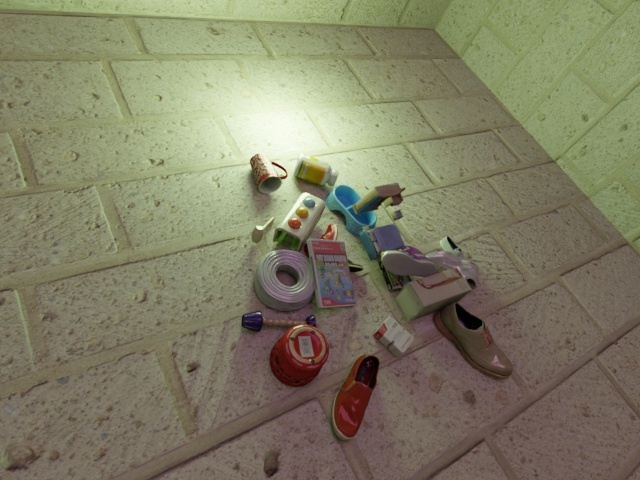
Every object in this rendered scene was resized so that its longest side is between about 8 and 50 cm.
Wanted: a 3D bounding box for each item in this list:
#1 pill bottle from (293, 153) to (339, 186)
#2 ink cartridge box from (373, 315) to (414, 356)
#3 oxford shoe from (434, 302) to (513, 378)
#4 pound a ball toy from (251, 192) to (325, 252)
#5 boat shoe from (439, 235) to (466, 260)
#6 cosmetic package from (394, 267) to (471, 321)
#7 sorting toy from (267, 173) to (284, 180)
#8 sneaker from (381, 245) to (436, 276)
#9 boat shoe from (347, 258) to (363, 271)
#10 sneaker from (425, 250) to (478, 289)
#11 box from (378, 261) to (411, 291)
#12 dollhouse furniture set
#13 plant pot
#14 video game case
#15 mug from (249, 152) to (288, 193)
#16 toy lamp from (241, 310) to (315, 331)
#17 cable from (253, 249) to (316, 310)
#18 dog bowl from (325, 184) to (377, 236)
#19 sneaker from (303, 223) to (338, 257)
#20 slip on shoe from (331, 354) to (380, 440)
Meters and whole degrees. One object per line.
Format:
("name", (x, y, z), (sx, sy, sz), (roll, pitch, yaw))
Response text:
("pill bottle", (-0.020, -0.341, 2.125), (0.209, 0.117, 0.117), (18, 51, -10))
("ink cartridge box", (0.299, 0.394, 1.770), (0.135, 0.056, 0.099), (42, 51, 10))
("oxford shoe", (0.675, 0.430, 1.847), (0.397, 0.146, 0.140), (40, 50, 7))
("pound a ball toy", (-0.133, -0.091, 1.870), (0.208, 0.135, 0.319), (26, 45, 6))
("boat shoe", (0.683, 0.056, 2.175), (0.066, 0.063, 0.184), (-17, 64, -32))
("cosmetic package", (0.498, 0.236, 1.910), (0.296, 0.153, 0.129), (-12, 60, -31))
("sorting toy", (-0.210, -0.303, 2.084), (0.062, 0.012, 0.083), (34, 50, 3))
("sneaker", (0.360, 0.077, 1.900), (0.282, 0.102, 0.161), (16, 26, -30))
("boat shoe", (0.117, 0.105, 1.901), (0.152, 0.056, 0.049), (9, 58, -17))
("sneaker", (0.627, 0.144, 2.053), (0.305, 0.114, 0.152), (17, 49, -12))
("box", (0.336, 0.133, 1.988), (0.114, 0.036, 0.206), (-3, 58, -25))
("dollhouse furniture set", (0.338, -0.084, 1.963), (0.287, 0.198, 0.303), (-14, 77, -32))
("plant pot", (-0.068, 0.403, 1.533), (0.191, 0.174, 0.191), (13, 52, -17))
("video game case", (0.046, 0.135, 1.782), (0.204, 0.025, 0.284), (4, 70, -43))
("mug", (-0.248, -0.317, 2.026), (0.150, 0.113, 0.169), (0, 51, -41))
("toy lamp", (-0.157, 0.307, 1.622), (0.275, 0.080, 0.080), (5, 55, -19))
("cable", (-0.136, 0.157, 1.733), (0.257, 0.089, 0.257), (11, 53, -16))
("dog bowl", (0.155, -0.152, 2.092), (0.166, 0.074, 0.297), (-28, 70, -36))
("sneaker", (0.000, 0.000, 1.909), (0.128, 0.087, 0.221), (19, 50, -12))
("slip on shoe", (0.133, 0.551, 1.557), (0.123, 0.101, 0.331), (32, 51, -2))
